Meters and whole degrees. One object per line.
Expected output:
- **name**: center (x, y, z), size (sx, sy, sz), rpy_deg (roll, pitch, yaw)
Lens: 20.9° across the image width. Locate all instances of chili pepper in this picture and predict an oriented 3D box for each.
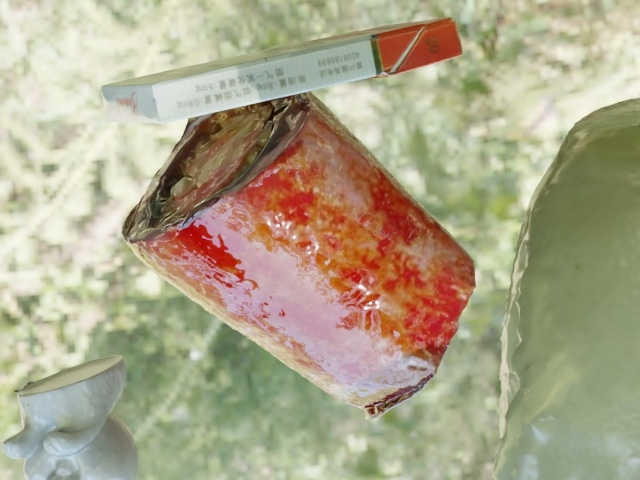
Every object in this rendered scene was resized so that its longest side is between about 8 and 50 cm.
- **chili pepper**: center (0.000, 0.000, 1.601), size (0.305, 0.229, 0.251), rpy_deg (36, 138, -20)

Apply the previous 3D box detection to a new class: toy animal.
- **toy animal**: center (-0.202, 0.223, 1.526), size (0.104, 0.220, 0.131), rpy_deg (-10, -169, 22)

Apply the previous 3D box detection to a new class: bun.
- **bun**: center (0.228, 0.103, 0.990), size (0.202, 0.364, 0.364), rpy_deg (3, 166, 24)

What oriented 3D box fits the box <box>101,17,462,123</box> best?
- **box**: center (-0.031, -0.127, 1.307), size (0.245, 0.035, 0.139), rpy_deg (-14, -171, -23)
